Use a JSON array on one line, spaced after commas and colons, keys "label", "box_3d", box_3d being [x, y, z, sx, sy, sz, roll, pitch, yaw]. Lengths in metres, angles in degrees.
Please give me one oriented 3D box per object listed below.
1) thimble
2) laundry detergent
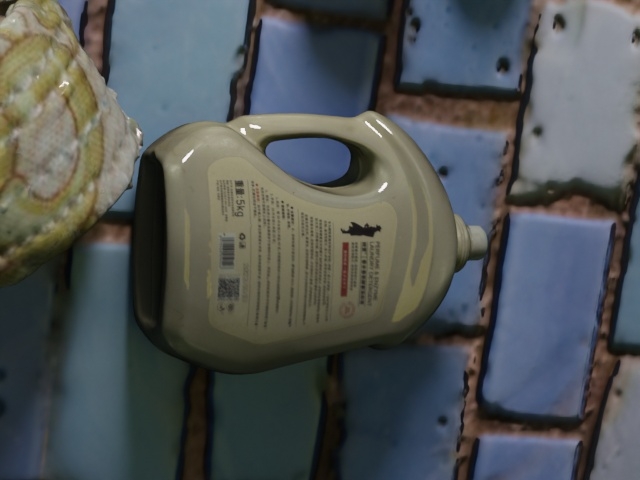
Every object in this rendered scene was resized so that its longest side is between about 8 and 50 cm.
[{"label": "thimble", "box_3d": [-0.206, -0.064, 1.229, 0.190, 0.137, 0.143, -38, 115, -24]}, {"label": "laundry detergent", "box_3d": [0.000, 0.000, 1.360, 0.253, 0.091, 0.181, -2, 97, -23]}]
